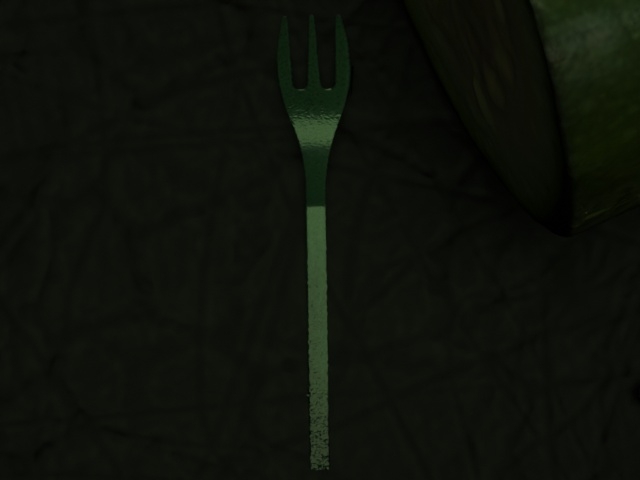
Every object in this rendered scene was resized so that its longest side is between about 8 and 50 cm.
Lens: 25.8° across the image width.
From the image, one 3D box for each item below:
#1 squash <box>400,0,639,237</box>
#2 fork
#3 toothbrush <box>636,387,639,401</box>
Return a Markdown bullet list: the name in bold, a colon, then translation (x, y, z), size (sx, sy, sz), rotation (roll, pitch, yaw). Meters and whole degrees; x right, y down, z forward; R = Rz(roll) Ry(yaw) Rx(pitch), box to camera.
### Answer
- **squash**: translation (0.219, -0.196, 0.608), size (0.384, 0.263, 0.263), rotation (-25, 88, -3)
- **fork**: translation (0.000, 0.000, 0.711), size (0.039, 0.021, 0.235), rotation (-2, 87, 1)
- **toothbrush**: translation (0.285, 0.028, 0.717), size (0.269, 0.021, 0.027), rotation (-25, 83, -2)
